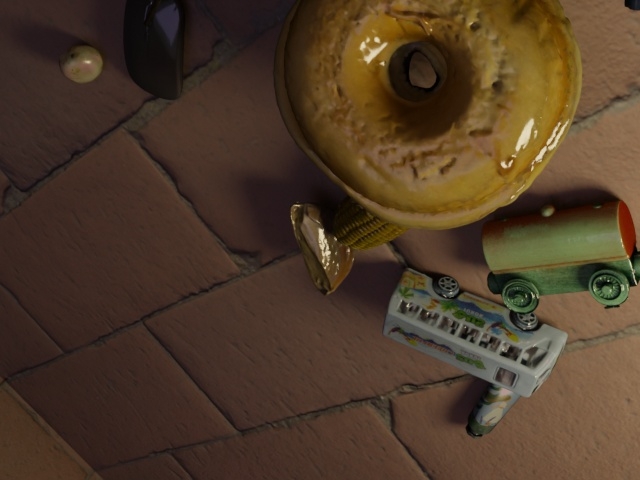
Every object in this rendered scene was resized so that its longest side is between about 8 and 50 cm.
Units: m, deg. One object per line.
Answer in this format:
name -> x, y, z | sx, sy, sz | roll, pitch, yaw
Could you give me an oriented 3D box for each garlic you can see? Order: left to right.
garlic -> 0.011, -0.001, 1.658 | 0.087, 0.101, 0.195 | 11, 129, 44

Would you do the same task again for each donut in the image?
donut -> 0.143, -0.234, 1.238 | 0.449, 0.198, 0.448 | 4, 101, 19

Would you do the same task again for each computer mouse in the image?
computer mouse -> -0.302, -0.356, 1.579 | 0.120, 0.057, 0.232 | 24, 135, 11

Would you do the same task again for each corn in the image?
corn -> 0.143, -0.084, 1.493 | 0.131, 0.131, 0.344 | 42, 137, -7

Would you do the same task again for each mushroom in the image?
mushroom -> -0.466, -0.346, 1.682 | 0.084, 0.067, 0.083 | -6, 147, -4

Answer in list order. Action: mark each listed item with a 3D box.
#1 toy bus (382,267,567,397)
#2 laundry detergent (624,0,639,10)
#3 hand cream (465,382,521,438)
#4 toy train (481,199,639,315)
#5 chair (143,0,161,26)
toy bus -> 0.283, 0.172, 1.615 | 0.330, 0.136, 0.109 | 22, 137, 15
laundry detergent -> 0.422, -0.418, 1.052 | 0.215, 0.105, 0.280 | 7, 128, 23
hand cream -> 0.363, 0.315, 1.758 | 0.088, 0.055, 0.256 | 26, 129, 4
toy train -> 0.401, 0.022, 1.445 | 0.285, 0.116, 0.177 | -9, 109, 37
chair -> -0.213, -0.496, 1.341 | 0.170, 0.160, 0.326 | 43, 140, -9
